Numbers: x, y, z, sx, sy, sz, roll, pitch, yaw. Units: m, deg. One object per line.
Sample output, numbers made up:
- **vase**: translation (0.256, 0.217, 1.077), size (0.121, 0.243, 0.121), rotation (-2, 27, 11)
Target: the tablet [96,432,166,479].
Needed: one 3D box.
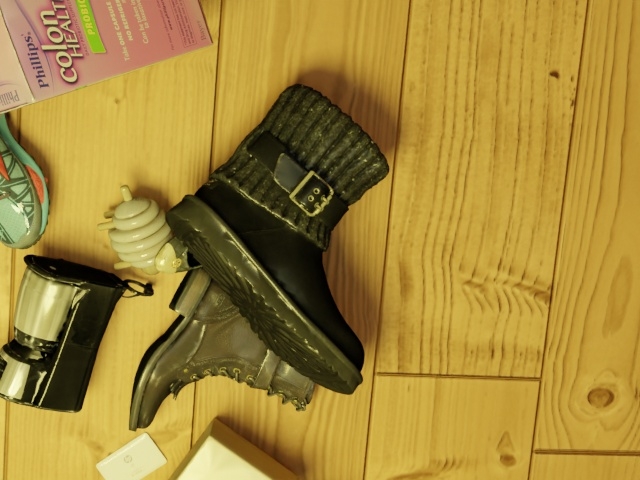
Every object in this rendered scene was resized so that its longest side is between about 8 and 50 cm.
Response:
- **tablet**: translation (-0.261, 0.307, 1.431), size (0.083, 0.006, 0.054), rotation (-33, 103, -3)

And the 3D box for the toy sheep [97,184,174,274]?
- **toy sheep**: translation (-0.234, -0.012, 1.338), size (0.091, 0.091, 0.132), rotation (-22, 121, -5)

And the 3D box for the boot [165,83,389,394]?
- **boot**: translation (0.001, -0.001, 1.323), size (0.260, 0.131, 0.348), rotation (-45, 107, -21)

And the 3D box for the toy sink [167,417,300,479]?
- **toy sink**: translation (-0.153, 0.383, 1.392), size (0.153, 0.131, 0.234), rotation (35, 89, -4)

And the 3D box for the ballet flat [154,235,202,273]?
- **ballet flat**: translation (-0.134, 0.007, 1.345), size (0.173, 0.049, 0.057), rotation (-19, 132, -30)

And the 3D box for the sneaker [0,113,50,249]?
- **sneaker**: translation (-0.429, -0.100, 1.259), size (0.104, 0.125, 0.261), rotation (-20, 100, 21)

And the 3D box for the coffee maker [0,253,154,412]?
- **coffee maker**: translation (-0.321, 0.126, 1.330), size (0.171, 0.120, 0.178), rotation (18, 97, -13)

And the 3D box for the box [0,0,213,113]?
- **box**: translation (-0.290, -0.229, 1.175), size (0.243, 0.214, 0.117), rotation (-28, 106, -38)

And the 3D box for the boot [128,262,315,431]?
- **boot**: translation (-0.116, 0.174, 1.388), size (0.229, 0.091, 0.262), rotation (27, 93, -12)
